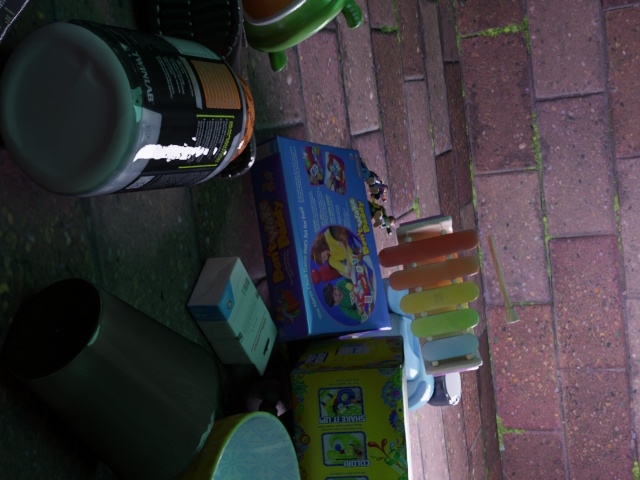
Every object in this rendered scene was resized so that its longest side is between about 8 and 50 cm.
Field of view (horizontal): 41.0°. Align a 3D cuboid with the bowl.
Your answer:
[{"bbox_3d":[-0.151,0.377,1.164,0.289,0.156,0.290,-4,90,-67],"label":"bowl"}]

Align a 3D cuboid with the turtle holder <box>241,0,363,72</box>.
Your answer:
[{"bbox_3d":[-0.050,-0.470,1.445,0.227,0.243,0.320,50,48,-29],"label":"turtle holder"}]

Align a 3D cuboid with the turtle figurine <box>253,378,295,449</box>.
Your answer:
[{"bbox_3d":[-0.091,0.340,1.385,0.234,0.118,0.175,-68,146,-57],"label":"turtle figurine"}]

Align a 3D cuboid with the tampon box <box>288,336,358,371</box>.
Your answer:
[{"bbox_3d":[0.014,0.259,1.651,0.120,0.101,0.161,-15,100,-68],"label":"tampon box"}]

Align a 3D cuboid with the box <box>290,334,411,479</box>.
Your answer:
[{"bbox_3d":[0.063,0.322,1.432,0.290,0.176,0.279,-23,108,-84],"label":"box"}]

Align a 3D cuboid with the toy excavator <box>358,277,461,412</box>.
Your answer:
[{"bbox_3d":[0.113,0.142,1.810,0.445,0.222,0.433,23,64,-56],"label":"toy excavator"}]

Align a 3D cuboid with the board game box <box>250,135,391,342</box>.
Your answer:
[{"bbox_3d":[0.000,0.000,1.539,0.233,0.078,0.347,3,73,-50],"label":"board game box"}]

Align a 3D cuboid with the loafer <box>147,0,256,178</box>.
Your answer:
[{"bbox_3d":[-0.176,-0.279,1.288,0.130,0.133,0.366,-100,-174,-64],"label":"loafer"}]

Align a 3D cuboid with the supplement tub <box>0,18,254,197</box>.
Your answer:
[{"bbox_3d":[-0.217,-0.157,1.048,0.316,0.193,0.194,-15,100,-67],"label":"supplement tub"}]

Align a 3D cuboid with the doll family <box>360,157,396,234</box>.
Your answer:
[{"bbox_3d":[0.127,-0.105,2.021,0.111,0.076,0.193,0,83,-63],"label":"doll family"}]

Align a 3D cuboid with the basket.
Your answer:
[{"bbox_3d":[-0.243,0.157,1.001,0.227,0.154,0.204,53,37,-47],"label":"basket"}]

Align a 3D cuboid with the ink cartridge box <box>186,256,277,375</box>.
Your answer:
[{"bbox_3d":[-0.137,0.125,1.364,0.104,0.060,0.180,-72,149,-43],"label":"ink cartridge box"}]

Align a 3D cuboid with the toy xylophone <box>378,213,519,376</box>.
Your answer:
[{"bbox_3d":[0.264,0.100,1.726,0.081,0.236,0.323,18,52,-85],"label":"toy xylophone"}]

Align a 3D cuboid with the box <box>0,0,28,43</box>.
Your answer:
[{"bbox_3d":[-0.381,-0.232,0.671,0.243,0.076,0.307,-57,151,-1],"label":"box"}]
